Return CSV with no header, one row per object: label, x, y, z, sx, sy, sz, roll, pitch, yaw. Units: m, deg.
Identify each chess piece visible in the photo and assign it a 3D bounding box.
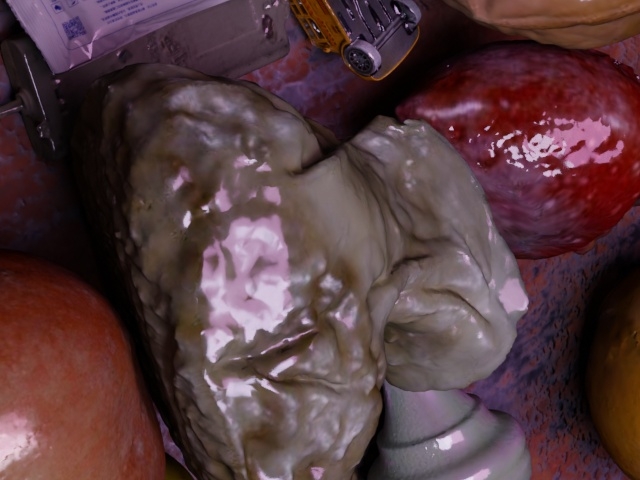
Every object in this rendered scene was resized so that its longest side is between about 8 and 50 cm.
chess piece,0.066,0.094,1.295,0.139,0.139,0.272,-30,103,-29

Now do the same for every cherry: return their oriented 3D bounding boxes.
cherry,0.163,-0.079,1.283,0.249,0.192,0.175,11,75,-29

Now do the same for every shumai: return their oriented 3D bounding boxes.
shumai,0.000,0.000,1.091,0.288,0.292,0.330,-19,118,-12

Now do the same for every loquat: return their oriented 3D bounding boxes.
loquat,0.373,0.127,1.432,0.263,0.263,0.263,-8,103,-36

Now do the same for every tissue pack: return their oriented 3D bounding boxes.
tissue pack,-0.138,-0.198,1.106,0.193,0.026,0.122,-27,88,-32

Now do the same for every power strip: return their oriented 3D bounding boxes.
power strip,-0.135,-0.133,1.141,0.268,0.034,0.092,-28,115,-30

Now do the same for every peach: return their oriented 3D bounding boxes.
peach,-0.217,0.125,1.005,0.252,0.252,0.252,-8,103,-36

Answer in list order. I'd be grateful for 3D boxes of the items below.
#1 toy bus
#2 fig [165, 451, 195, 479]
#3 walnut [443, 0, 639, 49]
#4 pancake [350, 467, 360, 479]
toy bus,0.008,-0.200,1.213,0.069,0.074,0.162,-49,121,-28
fig,-0.145,0.223,1.152,0.136,0.121,0.153,-13,83,-29
walnut,0.195,-0.308,1.205,0.306,0.306,0.344,41,67,-34
pancake,-0.035,0.247,1.297,0.184,0.020,0.190,-44,120,-23
